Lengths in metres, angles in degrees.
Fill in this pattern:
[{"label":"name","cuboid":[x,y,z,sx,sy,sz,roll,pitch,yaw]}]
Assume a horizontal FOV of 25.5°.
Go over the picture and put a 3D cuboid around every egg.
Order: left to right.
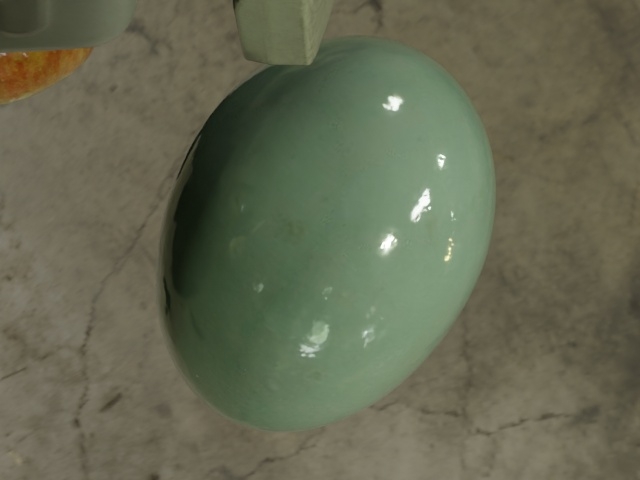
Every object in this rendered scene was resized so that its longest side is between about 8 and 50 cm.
[{"label":"egg","cuboid":[0.000,0.000,0.754,0.168,0.231,0.168,21,25,-11]}]

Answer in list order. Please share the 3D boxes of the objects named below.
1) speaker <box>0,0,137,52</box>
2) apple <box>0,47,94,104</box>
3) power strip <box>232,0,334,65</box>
[{"label":"speaker","cuboid":[-0.307,-0.220,0.885,0.406,0.184,0.183,-5,67,-12]},{"label":"apple","cuboid":[-0.426,-0.318,1.797,0.277,0.309,0.250,-60,145,-39]},{"label":"power strip","cuboid":[-0.009,-0.118,0.374,0.029,0.227,0.080,6,72,3]}]
